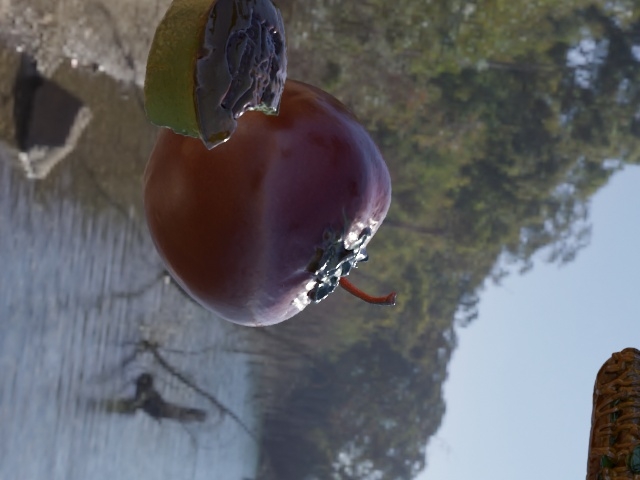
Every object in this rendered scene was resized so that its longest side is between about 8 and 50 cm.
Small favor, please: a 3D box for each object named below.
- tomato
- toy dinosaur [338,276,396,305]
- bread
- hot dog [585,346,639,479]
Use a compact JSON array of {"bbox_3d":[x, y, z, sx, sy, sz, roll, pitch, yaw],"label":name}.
[{"bbox_3d":[-0.078,-0.059,1.350,0.321,0.321,0.322,-174,-90,-89],"label":"tomato"},{"bbox_3d":[0.004,-0.001,1.554,0.055,0.279,0.101,-14,130,-55],"label":"toy dinosaur"},{"bbox_3d":[-0.083,-0.155,0.886,0.156,0.086,0.125,-36,130,-58],"label":"bread"},{"bbox_3d":[0.272,0.169,0.923,0.055,0.072,0.188,65,33,-46],"label":"hot dog"}]
